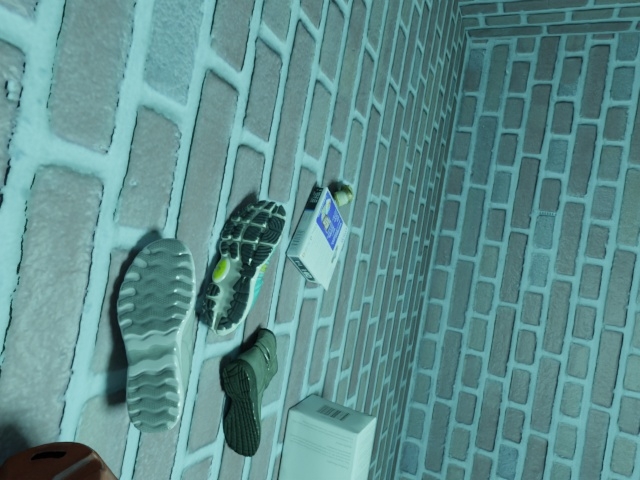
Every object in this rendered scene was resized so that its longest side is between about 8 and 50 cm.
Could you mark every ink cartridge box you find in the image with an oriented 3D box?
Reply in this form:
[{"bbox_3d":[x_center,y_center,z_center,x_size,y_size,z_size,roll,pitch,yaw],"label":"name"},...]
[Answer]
[{"bbox_3d":[0.000,0.000,1.162,0.208,0.045,0.206,57,47,-52],"label":"ink cartridge box"}]

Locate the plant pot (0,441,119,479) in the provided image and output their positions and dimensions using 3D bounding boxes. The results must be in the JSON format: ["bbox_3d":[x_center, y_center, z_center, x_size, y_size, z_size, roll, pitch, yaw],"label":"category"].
[{"bbox_3d":[-0.287,0.390,0.479,0.272,0.273,0.264,-46,129,-51],"label":"plant pot"}]

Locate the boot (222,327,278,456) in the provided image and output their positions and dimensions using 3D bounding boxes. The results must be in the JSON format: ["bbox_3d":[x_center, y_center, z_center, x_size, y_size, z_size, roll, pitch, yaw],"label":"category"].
[{"bbox_3d":[-0.135,0.329,0.962,0.161,0.084,0.246,-38,133,-63],"label":"boot"}]

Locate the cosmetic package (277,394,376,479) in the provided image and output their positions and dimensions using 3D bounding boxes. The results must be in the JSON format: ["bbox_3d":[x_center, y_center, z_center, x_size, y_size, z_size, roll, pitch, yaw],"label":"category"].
[{"bbox_3d":[0.007,0.660,1.210,0.156,0.218,0.384,5,95,-65],"label":"cosmetic package"}]

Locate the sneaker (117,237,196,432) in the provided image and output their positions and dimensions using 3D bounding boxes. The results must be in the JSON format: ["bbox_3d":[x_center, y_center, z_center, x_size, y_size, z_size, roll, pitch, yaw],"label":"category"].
[{"bbox_3d":[-0.246,0.136,0.676,0.115,0.105,0.280,175,-79,-81],"label":"sneaker"}]

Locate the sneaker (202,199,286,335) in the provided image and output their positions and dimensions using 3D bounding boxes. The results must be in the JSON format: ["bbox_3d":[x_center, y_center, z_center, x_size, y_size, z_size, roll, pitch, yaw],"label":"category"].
[{"bbox_3d":[-0.146,0.048,0.848,0.110,0.107,0.275,83,28,-72],"label":"sneaker"}]

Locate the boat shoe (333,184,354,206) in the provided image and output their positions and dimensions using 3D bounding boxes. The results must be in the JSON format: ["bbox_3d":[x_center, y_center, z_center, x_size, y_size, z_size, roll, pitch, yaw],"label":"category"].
[{"bbox_3d":[0.076,-0.129,1.237,0.153,0.048,0.056,-37,109,-73],"label":"boat shoe"}]
